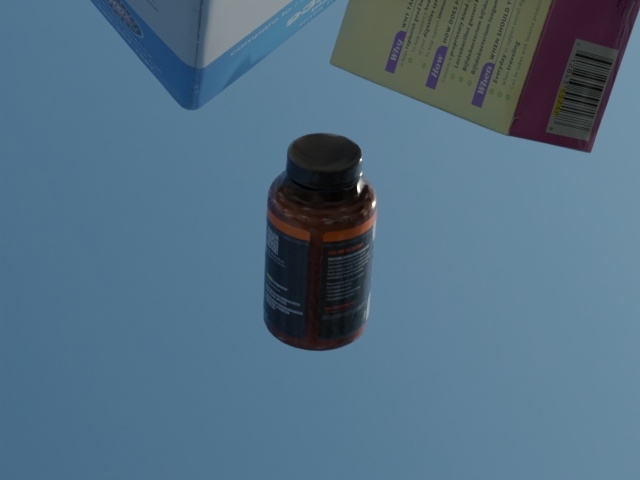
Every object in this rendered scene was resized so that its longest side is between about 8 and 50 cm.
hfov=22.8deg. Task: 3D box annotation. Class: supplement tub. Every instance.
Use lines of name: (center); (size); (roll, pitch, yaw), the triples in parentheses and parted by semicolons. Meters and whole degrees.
supplement tub: (0.000, 0.000, 1.496); (0.106, 0.198, 0.106); (3, -146, -2)

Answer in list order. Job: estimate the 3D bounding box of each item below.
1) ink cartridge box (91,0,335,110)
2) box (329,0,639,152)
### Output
ink cartridge box: (-0.073, -0.215, 0.665); (0.129, 0.307, 0.223); (-38, -96, -13)
box: (0.153, -0.217, 1.407); (0.117, 0.213, 0.243); (7, -166, -43)
